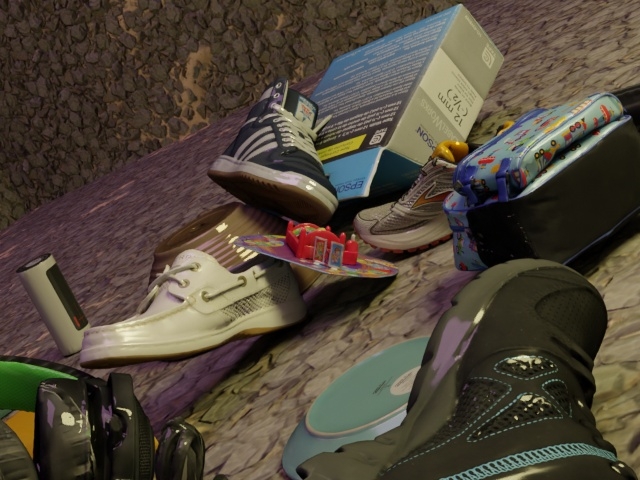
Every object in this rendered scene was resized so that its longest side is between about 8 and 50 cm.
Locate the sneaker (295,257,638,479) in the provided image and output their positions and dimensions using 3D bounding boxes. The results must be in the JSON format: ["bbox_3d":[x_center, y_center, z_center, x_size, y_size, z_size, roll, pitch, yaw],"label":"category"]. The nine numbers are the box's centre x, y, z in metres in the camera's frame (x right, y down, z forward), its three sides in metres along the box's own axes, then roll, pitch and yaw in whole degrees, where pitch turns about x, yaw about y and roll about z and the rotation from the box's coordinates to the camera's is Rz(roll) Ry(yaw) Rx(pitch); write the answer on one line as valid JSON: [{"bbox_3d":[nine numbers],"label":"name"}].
[{"bbox_3d":[0.102,0.121,0.586,0.140,0.125,0.341,11,31,28],"label":"sneaker"}]

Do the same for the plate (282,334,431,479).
[{"bbox_3d":[0.049,0.115,0.837,0.188,0.024,0.188,-28,13,7],"label":"plate"}]

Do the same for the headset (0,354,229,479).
[{"bbox_3d":[-0.217,0.149,0.817,0.243,0.185,0.394,-8,22,-43],"label":"headset"}]

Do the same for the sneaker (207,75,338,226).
[{"bbox_3d":[-0.032,-0.111,1.334,0.153,0.099,0.282,-55,26,-8],"label":"sneaker"}]

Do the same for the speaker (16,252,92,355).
[{"bbox_3d":[-0.362,0.089,1.535,0.055,0.136,0.055,-23,15,7],"label":"speaker"}]

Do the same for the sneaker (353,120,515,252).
[{"bbox_3d":[0.129,-0.057,1.149,0.225,0.092,0.088,-22,15,30],"label":"sneaker"}]

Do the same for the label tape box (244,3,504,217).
[{"bbox_3d":[0.065,-0.129,1.463,0.249,0.115,0.347,-15,39,46],"label":"label tape box"}]

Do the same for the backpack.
[{"bbox_3d":[0.178,-0.040,0.943,0.158,0.117,0.173,-34,11,-21],"label":"backpack"}]

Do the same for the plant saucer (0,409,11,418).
[{"bbox_3d":[-0.422,0.221,1.434,0.192,0.018,0.067,-36,15,-23],"label":"plant saucer"}]

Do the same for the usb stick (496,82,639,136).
[{"bbox_3d":[0.290,-0.114,1.073,0.278,0.077,0.045,-14,50,47],"label":"usb stick"}]

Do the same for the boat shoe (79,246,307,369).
[{"bbox_3d":[-0.123,0.057,1.063,0.098,0.096,0.277,-10,1,36],"label":"boat shoe"}]

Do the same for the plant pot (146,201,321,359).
[{"bbox_3d":[-0.118,0.030,1.308,0.237,0.109,0.237,-28,13,7],"label":"plant pot"}]

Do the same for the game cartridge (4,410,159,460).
[{"bbox_3d":[-0.333,0.268,1.030,0.324,0.052,0.285,-40,17,-29],"label":"game cartridge"}]

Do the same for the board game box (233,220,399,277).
[{"bbox_3d":[0.000,0.000,1.127,0.169,0.033,0.133,17,12,32],"label":"board game box"}]
